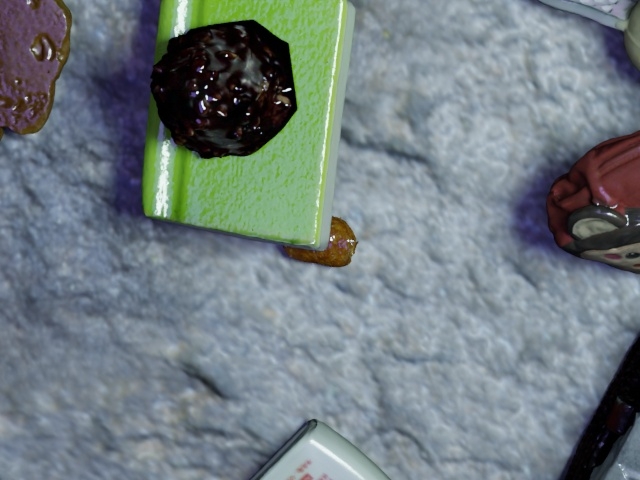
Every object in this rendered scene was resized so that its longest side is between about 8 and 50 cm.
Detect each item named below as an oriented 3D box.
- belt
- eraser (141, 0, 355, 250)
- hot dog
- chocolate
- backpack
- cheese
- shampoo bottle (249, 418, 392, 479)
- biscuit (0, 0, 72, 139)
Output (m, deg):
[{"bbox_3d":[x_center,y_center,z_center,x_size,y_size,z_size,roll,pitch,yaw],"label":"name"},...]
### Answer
[{"bbox_3d":[0.377,0.217,1.774,0.164,0.184,0.289,25,108,-4],"label":"belt"},{"bbox_3d":[-0.079,-0.136,1.782,0.210,0.092,0.274,9,95,7],"label":"eraser"},{"bbox_3d":[0.000,0.000,1.839,0.083,0.035,0.058,12,102,12],"label":"hot dog"},{"bbox_3d":[-0.110,-0.150,1.676,0.156,0.133,0.156,1,95,9],"label":"chocolate"},{"bbox_3d":[0.350,-0.055,1.695,0.229,0.229,0.139,-17,65,9],"label":"backpack"},{"bbox_3d":[0.357,-0.217,1.714,0.286,0.163,0.082,25,125,16],"label":"cheese"},{"bbox_3d":[0.049,0.341,1.882,0.284,0.071,0.153,42,103,-2],"label":"shampoo bottle"},{"bbox_3d":[-0.376,-0.219,1.831,0.208,0.041,0.290,9,103,4],"label":"biscuit"}]
